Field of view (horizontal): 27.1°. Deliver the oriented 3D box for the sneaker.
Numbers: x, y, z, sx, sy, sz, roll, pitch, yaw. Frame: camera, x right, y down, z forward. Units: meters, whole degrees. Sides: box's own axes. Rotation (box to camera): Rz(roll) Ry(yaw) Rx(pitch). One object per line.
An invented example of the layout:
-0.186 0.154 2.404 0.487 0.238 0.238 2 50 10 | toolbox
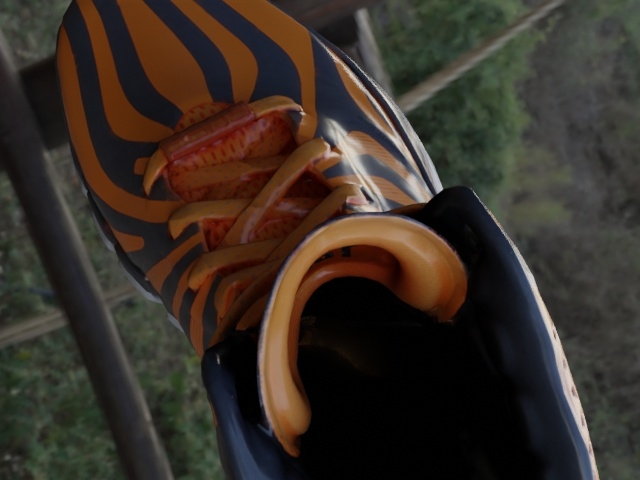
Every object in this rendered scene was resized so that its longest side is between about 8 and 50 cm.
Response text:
0.000 0.000 0.415 0.321 0.125 0.180 53 -5 21 | sneaker
